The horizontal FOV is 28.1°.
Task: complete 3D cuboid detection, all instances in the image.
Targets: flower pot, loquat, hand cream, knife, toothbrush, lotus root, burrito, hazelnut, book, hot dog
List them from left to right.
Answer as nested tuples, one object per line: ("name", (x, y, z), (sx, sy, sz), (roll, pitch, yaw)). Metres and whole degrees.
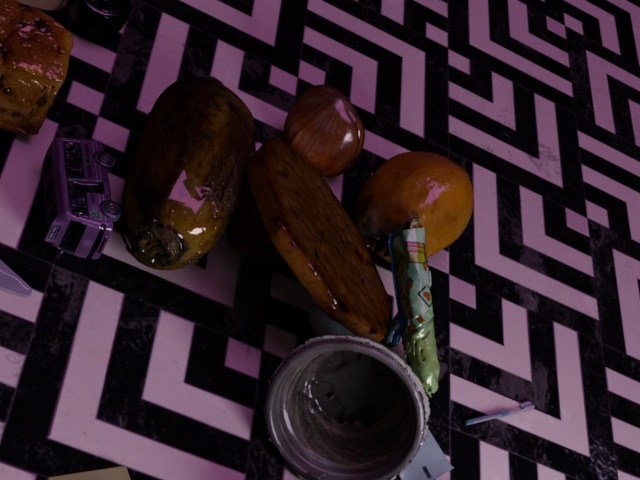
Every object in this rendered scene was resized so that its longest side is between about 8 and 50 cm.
("knife", (-0.492, -0.002, 1.743), (0.244, 0.032, 0.058), (46, 38, 2))
("book", (-0.282, 0.324, 1.599), (0.111, 0.014, 0.077), (-1, 56, -37))
("lotus root", (-0.202, -0.112, 1.929), (0.179, 0.196, 0.397), (36, 39, -20))
("hot dog", (-0.097, -0.025, 2.030), (0.099, 0.065, 0.147), (19, 55, -23))
("hazelnut", (0.014, -0.193, 2.210), (0.150, 0.150, 0.150), (21, 43, -21))
("flower pot", (0.044, 0.226, 1.808), (0.235, 0.235, 0.140), (40, 18, 1))
("hand cream", (0.086, 0.226, 1.947), (0.109, 0.067, 0.321), (-18, 70, -47))
("burrito", (0.139, 0.109, 2.028), (0.054, 0.104, 0.288), (0, 78, -30))
("loquat", (0.154, -0.056, 2.153), (0.234, 0.187, 0.176), (-39, 91, -26))
("toothbrush", (0.291, 0.281, 2.078), (0.167, 0.011, 0.014), (-6, 52, -41))

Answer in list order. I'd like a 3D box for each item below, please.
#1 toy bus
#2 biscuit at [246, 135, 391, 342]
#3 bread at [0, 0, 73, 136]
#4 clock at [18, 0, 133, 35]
("toy bus", (-0.353, -0.062, 1.855), (0.098, 0.087, 0.178), (10, 45, -28))
("biscuit", (-0.001, 0.000, 1.934), (0.359, 0.046, 0.359), (51, 16, -21))
("bread", (-0.461, -0.259, 1.904), (0.149, 0.158, 0.143), (23, 47, -20))
("clock", (-0.500, -0.488, 2.122), (0.378, 0.120, 0.277), (11, 52, -29))
